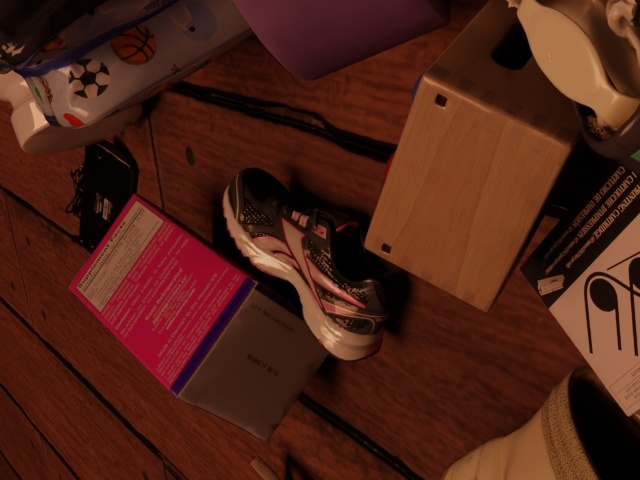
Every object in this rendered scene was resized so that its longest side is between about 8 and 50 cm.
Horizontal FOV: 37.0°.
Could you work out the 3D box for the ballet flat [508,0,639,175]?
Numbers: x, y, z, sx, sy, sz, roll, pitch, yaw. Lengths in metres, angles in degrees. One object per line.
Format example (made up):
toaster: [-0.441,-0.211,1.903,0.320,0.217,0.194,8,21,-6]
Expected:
ballet flat: [0.110,-0.108,0.403,0.074,0.074,0.203,115,148,-50]

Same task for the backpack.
backpack: [-0.164,-0.209,0.697,0.263,0.276,0.213,25,140,55]

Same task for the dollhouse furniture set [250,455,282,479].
dollhouse furniture set: [-0.037,0.328,0.927,0.129,0.129,0.184,37,165,45]

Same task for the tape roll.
tape roll: [-0.004,-0.183,0.485,0.080,0.189,0.189,-20,89,18]

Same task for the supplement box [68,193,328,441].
supplement box: [-0.107,0.060,0.828,0.111,0.114,0.220,37,177,-41]

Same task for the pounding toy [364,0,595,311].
pounding toy: [0.080,-0.056,0.491,0.100,0.141,0.130,29,136,12]

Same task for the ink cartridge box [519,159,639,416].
ink cartridge box: [0.177,-0.012,0.427,0.097,0.046,0.207,57,146,22]

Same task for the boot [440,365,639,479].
boot: [0.162,0.192,0.537,0.213,0.077,0.165,61,147,22]

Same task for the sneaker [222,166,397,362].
sneaker: [0.000,0.000,0.719,0.178,0.072,0.077,47,131,23]

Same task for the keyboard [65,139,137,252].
keyboard: [-0.253,-0.053,1.136,0.100,0.038,0.192,35,138,13]

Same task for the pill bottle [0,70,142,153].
pill bottle: [-0.281,-0.229,0.951,0.153,0.153,0.265,-30,81,59]
